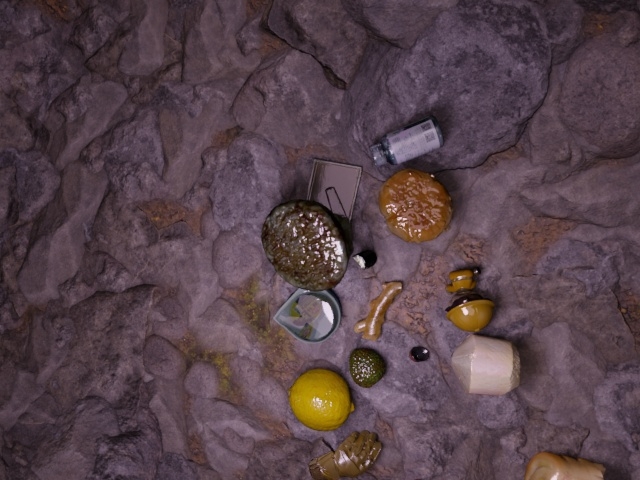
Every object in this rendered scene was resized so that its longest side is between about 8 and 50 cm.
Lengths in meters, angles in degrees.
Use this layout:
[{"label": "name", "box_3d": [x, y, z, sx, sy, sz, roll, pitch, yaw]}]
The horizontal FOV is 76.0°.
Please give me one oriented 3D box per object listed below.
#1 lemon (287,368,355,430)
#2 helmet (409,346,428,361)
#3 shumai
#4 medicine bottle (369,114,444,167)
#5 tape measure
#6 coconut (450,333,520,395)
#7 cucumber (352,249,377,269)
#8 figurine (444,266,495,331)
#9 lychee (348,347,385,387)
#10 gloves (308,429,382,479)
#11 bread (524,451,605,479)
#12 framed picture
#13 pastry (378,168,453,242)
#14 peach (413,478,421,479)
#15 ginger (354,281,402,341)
[{"label": "lemon", "box_3d": [0.003, 0.675, 1.745, 0.268, 0.267, 0.267, 0, 89, 12]}, {"label": "helmet", "box_3d": [0.415, 0.492, 1.755, 0.084, 0.049, 0.065, 7, 57, -14]}, {"label": "shumai", "box_3d": [0.000, 0.000, 1.690, 0.396, 0.348, 0.394, 9, 108, 31]}, {"label": "medicine bottle", "box_3d": [0.358, -0.408, 1.729, 0.294, 0.141, 0.141, -21, 85, 10]}, {"label": "tape measure", "box_3d": [-0.040, 0.319, 1.810, 0.262, 0.138, 0.259, 43, 99, 9]}, {"label": "coconut", "box_3d": [0.641, 0.490, 1.622, 0.245, 0.239, 0.238, 3, 90, 10]}, {"label": "cucumber", "box_3d": [0.194, 0.074, 1.723, 0.062, 0.211, 0.078, -42, 80, 10]}, {"label": "figurine", "box_3d": [0.593, 0.242, 1.663, 0.193, 0.167, 0.256, -19, 83, 25]}, {"label": "lychee", "box_3d": [0.192, 0.537, 1.749, 0.171, 0.171, 0.171, 0, 89, 12]}, {"label": "gloves", "box_3d": [0.113, 0.943, 1.768, 0.331, 0.141, 0.154, -28, 83, 10]}, {"label": "bread", "box_3d": [0.932, 0.980, 1.568, 0.271, 0.211, 0.315, 0, 78, 17]}, {"label": "framed picture", "box_3d": [0.049, -0.198, 1.854, 0.232, 0.024, 0.314, 13, 91, 12]}, {"label": "pastry", "box_3d": [0.391, -0.137, 1.697, 0.285, 0.184, 0.315, -37, 80, 6]}, {"label": "peach", "box_3d": [0.412, 1.064, 1.730, 0.101, 0.101, 0.100, 0, 89, 12]}, {"label": "ginger", "box_3d": [0.264, 0.300, 1.783, 0.118, 0.065, 0.298, 33, 93, 6]}]
